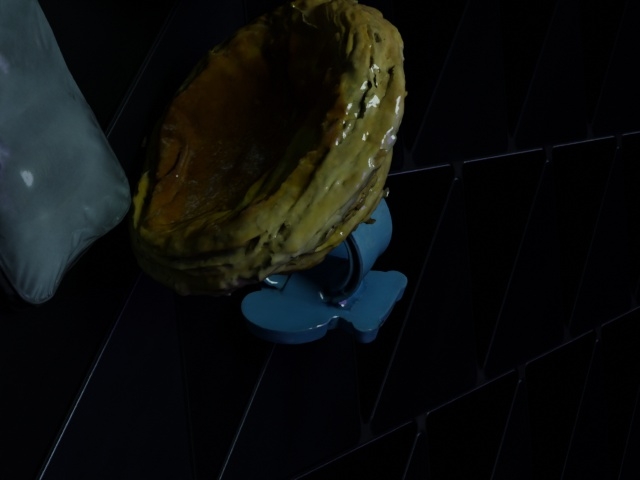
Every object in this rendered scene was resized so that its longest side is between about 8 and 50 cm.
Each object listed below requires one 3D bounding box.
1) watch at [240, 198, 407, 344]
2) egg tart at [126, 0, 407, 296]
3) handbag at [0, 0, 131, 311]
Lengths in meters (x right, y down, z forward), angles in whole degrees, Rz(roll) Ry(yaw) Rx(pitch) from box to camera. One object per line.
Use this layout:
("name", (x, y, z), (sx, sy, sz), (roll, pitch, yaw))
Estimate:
("watch", (0.000, 0.000, 1.514), (0.211, 0.211, 0.193), (-53, 149, -44))
("egg tart", (-0.040, -0.082, 1.321), (0.150, 0.352, 0.352), (40, 56, -40))
("handbag", (-0.286, -0.107, 1.194), (0.191, 0.075, 0.332), (-52, 134, -40))
